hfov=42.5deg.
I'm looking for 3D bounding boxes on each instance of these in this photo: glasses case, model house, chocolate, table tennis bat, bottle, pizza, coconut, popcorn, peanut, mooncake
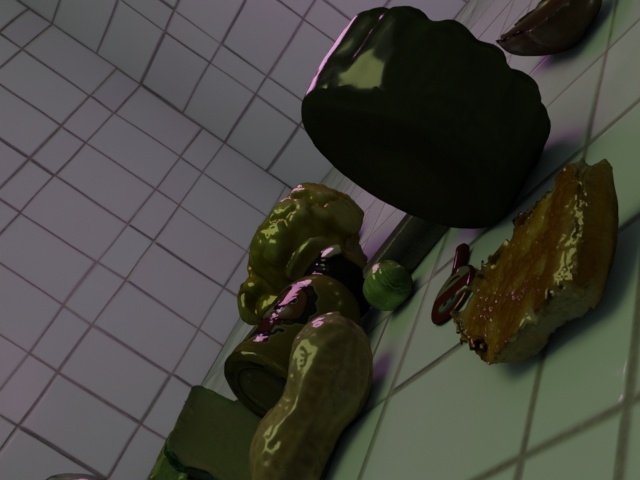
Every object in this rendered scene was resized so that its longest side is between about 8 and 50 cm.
[{"bbox_3d":[0.162,0.002,1.474,0.205,0.070,0.047,-53,11,18],"label":"glasses case"},{"bbox_3d":[-0.189,0.413,1.482,0.195,0.214,0.189,-76,13,-54],"label":"model house"},{"bbox_3d":[0.418,-0.382,1.477,0.161,0.083,0.261,-38,10,4],"label":"chocolate"},{"bbox_3d":[0.198,0.061,1.203,0.098,0.019,0.155,-49,13,43],"label":"table tennis bat"},{"bbox_3d":[-0.017,0.152,1.493,0.171,0.171,0.351,-48,4,47],"label":"bottle"},{"bbox_3d":[0.221,0.050,0.893,0.297,0.071,0.189,128,160,-51],"label":"pizza"},{"bbox_3d":[0.117,0.074,1.408,0.096,0.087,0.088,-57,5,35],"label":"coconut"},{"bbox_3d":[-0.049,0.025,1.867,0.293,0.292,0.334,52,141,46],"label":"popcorn"},{"bbox_3d":[-0.014,0.258,1.251,0.313,0.149,0.149,-60,8,-18],"label":"peanut"},{"bbox_3d":[0.156,-0.181,1.220,0.194,0.356,0.356,-60,8,-16],"label":"mooncake"}]

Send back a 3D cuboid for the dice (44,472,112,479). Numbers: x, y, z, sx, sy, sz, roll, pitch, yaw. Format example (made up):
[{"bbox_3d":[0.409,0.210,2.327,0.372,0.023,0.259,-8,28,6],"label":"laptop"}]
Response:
[{"bbox_3d":[-0.470,0.666,1.551,0.328,0.330,0.348,-55,2,38],"label":"dice"}]

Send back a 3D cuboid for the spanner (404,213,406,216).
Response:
[{"bbox_3d":[0.173,-0.024,1.729,0.302,0.017,0.071,-60,8,-34],"label":"spanner"}]
